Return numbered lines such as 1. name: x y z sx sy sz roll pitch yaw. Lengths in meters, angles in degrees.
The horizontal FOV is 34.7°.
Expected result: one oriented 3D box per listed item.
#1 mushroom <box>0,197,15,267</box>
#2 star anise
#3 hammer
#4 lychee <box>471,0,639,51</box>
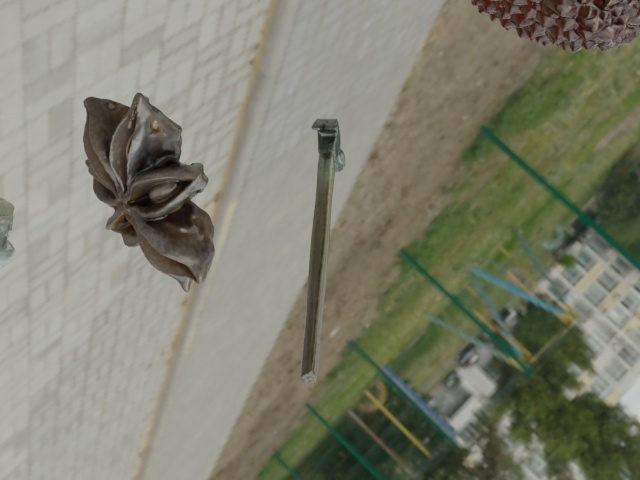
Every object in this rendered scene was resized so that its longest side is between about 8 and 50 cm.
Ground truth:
1. mushroom: -0.473 0.040 1.241 0.278 0.099 0.096 -52 134 -40
2. star anise: -0.164 -0.056 0.973 0.073 0.212 0.197 -26 134 -30
3. hammer: 0.000 0.000 0.626 0.062 0.017 0.182 81 11 -57
4. lychee: 0.128 -0.158 0.521 0.123 0.129 0.123 -47 160 -23
